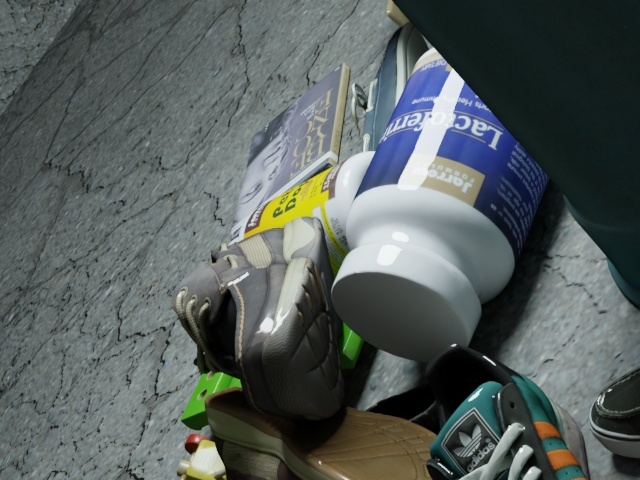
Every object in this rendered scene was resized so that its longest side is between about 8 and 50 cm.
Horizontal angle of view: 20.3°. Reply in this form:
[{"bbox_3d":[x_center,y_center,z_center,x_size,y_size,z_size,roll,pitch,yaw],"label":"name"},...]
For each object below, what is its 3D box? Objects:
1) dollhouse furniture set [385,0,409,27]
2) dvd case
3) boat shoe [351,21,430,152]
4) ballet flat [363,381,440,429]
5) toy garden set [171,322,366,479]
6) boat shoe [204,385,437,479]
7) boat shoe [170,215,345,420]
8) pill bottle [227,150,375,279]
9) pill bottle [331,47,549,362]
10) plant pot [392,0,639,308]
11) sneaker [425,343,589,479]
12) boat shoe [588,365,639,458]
[{"bbox_3d":[0.119,-0.407,2.001,0.262,0.259,0.135,-36,35,27],"label":"dollhouse furniture set"},{"bbox_3d":[-0.035,-0.106,2.128,0.164,0.018,0.221,-37,25,28],"label":"dvd case"},{"bbox_3d":[0.080,-0.133,1.862,0.079,0.095,0.254,-25,40,25],"label":"boat shoe"},{"bbox_3d":[0.074,0.137,1.490,0.173,0.049,0.057,-28,31,45],"label":"ballet flat"},{"bbox_3d":[-0.041,0.150,1.697,0.244,0.049,0.204,-26,30,44],"label":"toy garden set"},{"bbox_3d":[0.006,0.207,1.452,0.342,0.123,0.123,14,108,58],"label":"boat shoe"},{"bbox_3d":[-0.053,0.076,1.517,0.130,0.132,0.355,-12,10,5],"label":"boat shoe"},{"bbox_3d":[0.000,0.000,1.759,0.215,0.117,0.117,-27,31,44],"label":"pill bottle"},{"bbox_3d":[0.112,-0.035,1.559,0.153,0.153,0.264,-23,35,49],"label":"pill bottle"},{"bbox_3d":[0.239,-0.177,1.305,0.341,0.334,0.341,-39,25,22],"label":"plant pot"},{"bbox_3d":[0.131,0.176,1.224,0.108,0.121,0.302,-45,23,12],"label":"sneaker"},{"bbox_3d":[0.256,0.085,1.201,0.219,0.070,0.078,-26,32,45],"label":"boat shoe"}]
